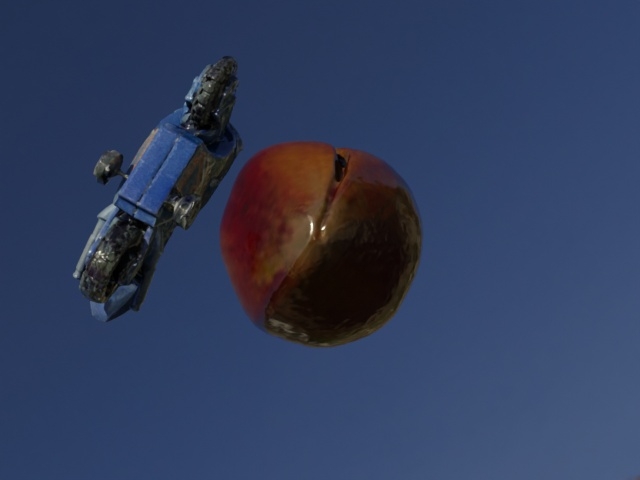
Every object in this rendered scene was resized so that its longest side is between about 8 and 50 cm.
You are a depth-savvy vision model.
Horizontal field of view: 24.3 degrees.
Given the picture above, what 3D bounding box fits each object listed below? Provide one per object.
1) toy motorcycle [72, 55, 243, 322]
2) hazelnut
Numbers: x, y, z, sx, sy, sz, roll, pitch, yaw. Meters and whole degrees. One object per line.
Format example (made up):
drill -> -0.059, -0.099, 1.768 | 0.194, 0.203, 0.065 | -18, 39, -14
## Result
toy motorcycle -> -0.113, -0.038, 1.075 | 0.205, 0.076, 0.114 | -60, -6, -13
hazelnut -> 0.000, 0.000, 1.350 | 0.208, 0.208, 0.208 | -24, -40, -22
